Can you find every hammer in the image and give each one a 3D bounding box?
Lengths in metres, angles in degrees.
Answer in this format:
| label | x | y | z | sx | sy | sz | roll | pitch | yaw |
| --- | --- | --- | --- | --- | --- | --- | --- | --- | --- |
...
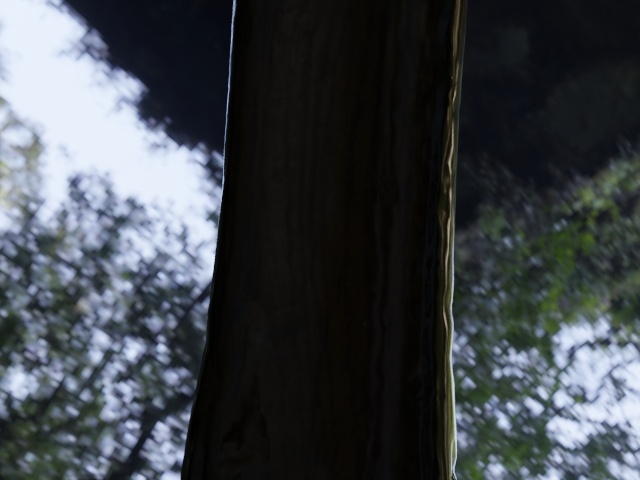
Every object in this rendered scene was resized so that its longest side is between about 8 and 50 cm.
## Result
| label | x | y | z | sx | sy | sz | roll | pitch | yaw |
| --- | --- | --- | --- | --- | --- | --- | --- | --- | --- |
| hammer | 0.000 | 0.000 | 0.417 | 0.242 | 0.095 | 0.409 | 4 | -109 | -1 |
